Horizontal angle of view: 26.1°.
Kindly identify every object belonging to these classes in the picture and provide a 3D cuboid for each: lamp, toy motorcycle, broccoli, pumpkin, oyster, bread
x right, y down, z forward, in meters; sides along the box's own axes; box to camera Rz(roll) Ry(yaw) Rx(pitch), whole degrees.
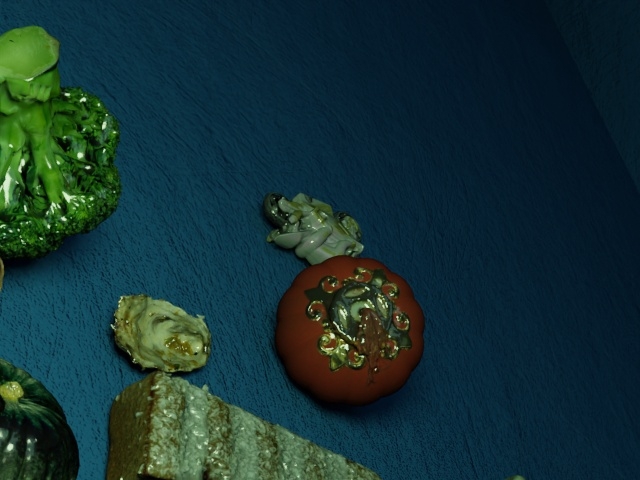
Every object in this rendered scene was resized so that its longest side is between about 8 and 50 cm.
[{"bbox_3d":[0.045,0.130,2.020,0.227,0.227,0.227,33,33,-25],"label":"lamp"},{"bbox_3d":[0.000,0.000,2.256,0.225,0.073,0.152,15,46,-45],"label":"toy motorcycle"},{"bbox_3d":[-0.385,-0.118,1.698,0.297,0.297,0.298,4,51,-5],"label":"broccoli"},{"bbox_3d":[-0.358,0.214,1.429,0.220,0.162,0.220,32,9,-5],"label":"pumpkin"},{"bbox_3d":[-0.210,0.129,1.849,0.177,0.056,0.105,5,62,-49],"label":"oyster"},{"bbox_3d":[-0.076,0.314,1.751,0.416,0.113,0.165,29,37,-31],"label":"bread"}]

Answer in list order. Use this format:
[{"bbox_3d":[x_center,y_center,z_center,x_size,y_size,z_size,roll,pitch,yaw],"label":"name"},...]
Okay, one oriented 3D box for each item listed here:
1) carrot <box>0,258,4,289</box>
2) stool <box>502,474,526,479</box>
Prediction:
[{"bbox_3d":[-0.500,0.019,1.501,0.254,0.196,0.196,33,32,-42],"label":"carrot"},{"bbox_3d":[0.253,0.462,1.933,0.199,0.195,0.195,58,30,8],"label":"stool"}]
